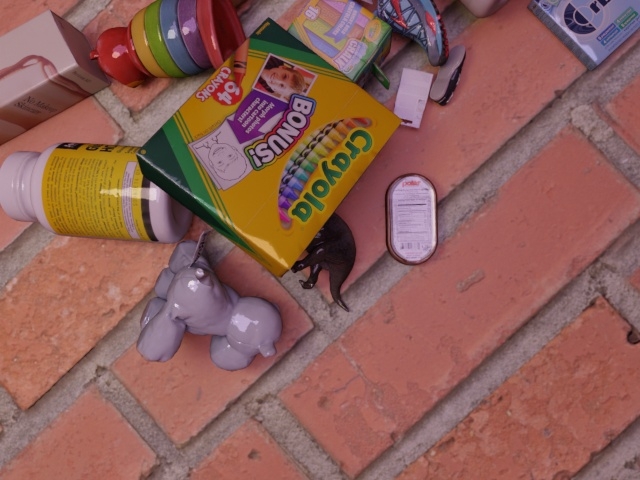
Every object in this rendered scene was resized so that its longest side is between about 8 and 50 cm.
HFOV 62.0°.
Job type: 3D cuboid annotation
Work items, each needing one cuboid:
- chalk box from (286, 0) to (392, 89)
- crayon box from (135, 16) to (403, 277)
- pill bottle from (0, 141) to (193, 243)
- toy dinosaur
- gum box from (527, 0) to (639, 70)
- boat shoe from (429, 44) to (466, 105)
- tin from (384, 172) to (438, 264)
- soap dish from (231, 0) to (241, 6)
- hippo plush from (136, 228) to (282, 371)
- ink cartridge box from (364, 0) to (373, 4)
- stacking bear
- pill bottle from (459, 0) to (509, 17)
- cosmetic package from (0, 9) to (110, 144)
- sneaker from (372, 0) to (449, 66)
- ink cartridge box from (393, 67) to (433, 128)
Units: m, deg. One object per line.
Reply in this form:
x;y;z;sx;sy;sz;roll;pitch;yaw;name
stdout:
0.057;-0.376;1.049;0.213;0.132;0.132;35;92;3;chalk box
-0.082;-0.170;0.959;0.313;0.106;0.362;37;71;0;crayon box
-0.435;-0.097;1.053;0.334;0.188;0.187;4;90;4;pill bottle
0.000;0.000;1.051;0.160;0.121;0.313;-32;90;-3;toy dinosaur
0.538;-0.461;1.059;0.157;0.041;0.184;-43;87;3;gum box
0.264;-0.334;1.080;0.046;0.038;0.125;18;84;46;boat shoe
0.186;-0.043;1.084;0.106;0.040;0.189;-2;89;0;tin
-0.169;-0.646;1.076;0.291;0.118;0.229;-42;87;4;soap dish
-0.191;0.125;1.045;0.237;0.234;0.294;27;120;-24;hippo plush
0.057;-0.552;1.015;0.062;0.104;0.181;-35;67;42;ink cartridge box
-0.314;-0.391;1.067;0.289;0.175;0.164;-9;112;15;stacking bear
0.243;-0.639;0.990;0.229;0.229;0.407;-43;86;3;pill bottle
-0.612;-0.321;1.089;0.296;0.153;0.129;-28;89;5;cosmetic package
0.167;-0.452;1.073;0.125;0.104;0.261;-27;82;19;sneaker
0.186;-0.288;1.089;0.063;0.029;0.115;14;91;4;ink cartridge box
